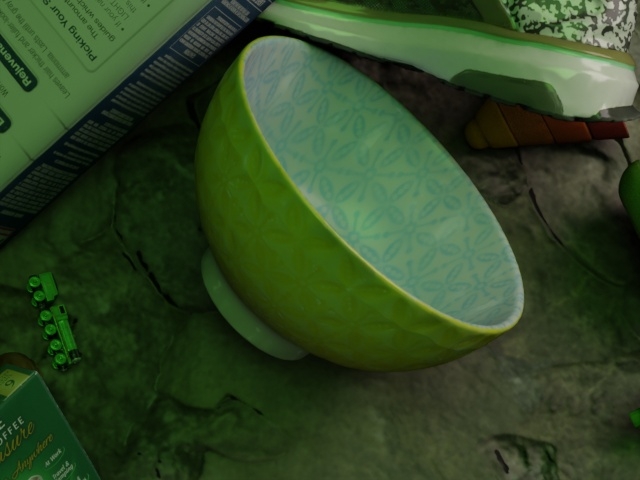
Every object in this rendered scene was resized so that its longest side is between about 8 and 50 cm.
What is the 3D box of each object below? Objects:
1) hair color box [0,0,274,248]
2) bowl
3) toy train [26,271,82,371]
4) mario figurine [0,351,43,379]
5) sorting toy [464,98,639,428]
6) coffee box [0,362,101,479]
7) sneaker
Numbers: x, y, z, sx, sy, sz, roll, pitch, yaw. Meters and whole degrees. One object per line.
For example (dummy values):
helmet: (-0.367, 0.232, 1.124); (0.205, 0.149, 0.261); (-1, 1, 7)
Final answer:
hair color box: (-0.210, -0.154, 1.309); (0.347, 0.105, 0.174); (-41, 78, 6)
bowl: (0.000, 0.000, 1.304); (0.156, 0.289, 0.289); (-43, 77, 25)
toy train: (-0.209, 0.063, 1.344); (0.023, 0.017, 0.083); (-14, 72, -24)
mario figurine: (-0.331, 0.138, 1.172); (0.320, 0.198, 0.170); (-2, 105, -32)
sorting toy: (0.226, -0.005, 1.397); (0.126, 0.127, 0.365); (-26, 72, 8)
coffee box: (-0.202, 0.187, 1.168); (0.040, 0.184, 0.113); (11, 47, 43)
sneaker: (0.083, -0.226, 1.359); (0.410, 0.158, 0.182); (20, 99, 19)
